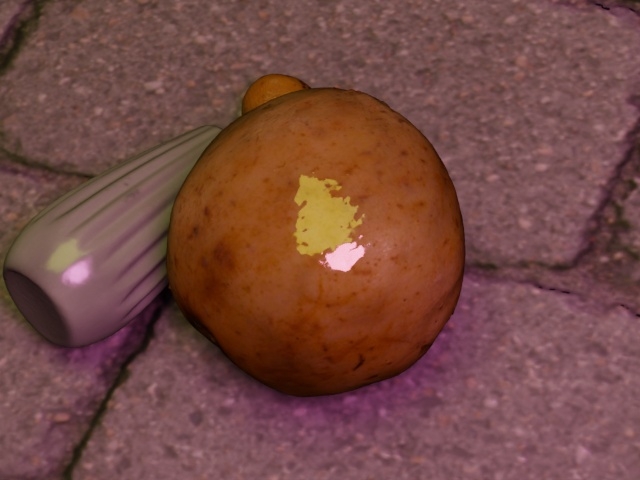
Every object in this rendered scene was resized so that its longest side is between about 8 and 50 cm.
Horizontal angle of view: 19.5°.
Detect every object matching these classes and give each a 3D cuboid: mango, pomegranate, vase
[{"bbox_3d":[-0.030,-0.111,1.763,0.079,0.057,0.114,-21,56,-12],"label":"mango"},{"bbox_3d":[0.000,0.000,1.563,0.260,0.260,0.260,-6,54,8],"label":"pomegranate"},{"bbox_3d":[-0.168,-0.013,1.687,0.128,0.128,0.248,31,57,30],"label":"vase"}]
